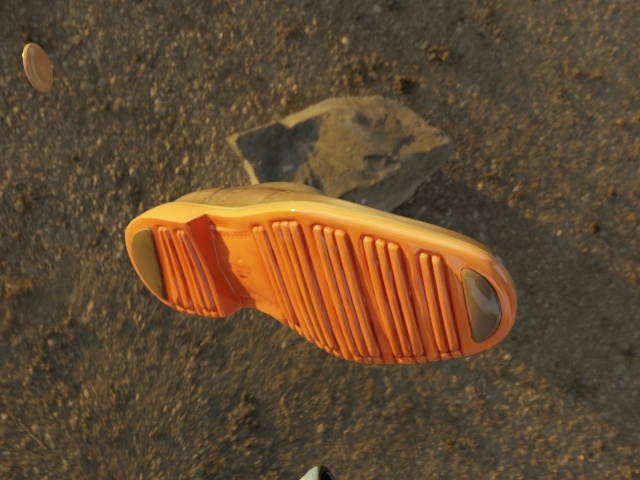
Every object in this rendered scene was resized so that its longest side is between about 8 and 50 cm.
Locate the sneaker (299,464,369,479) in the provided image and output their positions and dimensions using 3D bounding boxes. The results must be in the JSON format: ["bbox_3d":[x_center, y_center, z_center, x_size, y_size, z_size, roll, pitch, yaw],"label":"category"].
[{"bbox_3d":[0.065,0.386,0.971,0.147,0.330,0.130,-50,132,-17],"label":"sneaker"}]

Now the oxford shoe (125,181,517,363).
[{"bbox_3d":[0.000,0.000,0.617,0.133,0.364,0.130,-38,127,-41],"label":"oxford shoe"}]

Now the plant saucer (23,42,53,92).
[{"bbox_3d":[-0.479,-0.295,1.294,0.013,0.083,0.083,-10,72,8],"label":"plant saucer"}]
